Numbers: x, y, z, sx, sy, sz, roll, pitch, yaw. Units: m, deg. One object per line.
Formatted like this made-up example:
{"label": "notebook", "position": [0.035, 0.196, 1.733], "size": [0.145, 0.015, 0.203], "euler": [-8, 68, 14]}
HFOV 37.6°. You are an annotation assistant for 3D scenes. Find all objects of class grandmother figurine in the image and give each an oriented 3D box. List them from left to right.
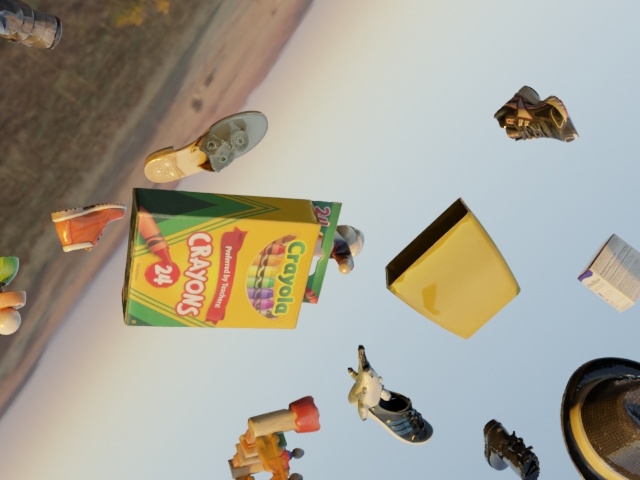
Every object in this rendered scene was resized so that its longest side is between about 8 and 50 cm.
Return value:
{"label": "grandmother figurine", "position": [0.000, 0.000, 2.072], "size": [0.104, 0.208, 0.342], "euler": [-45, 160, 20]}

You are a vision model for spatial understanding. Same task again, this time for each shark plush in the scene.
{"label": "shark plush", "position": [0.067, 0.248, 1.643], "size": [0.073, 0.067, 0.161], "euler": [-42, 143, -20]}

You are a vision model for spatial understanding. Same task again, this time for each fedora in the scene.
{"label": "fedora", "position": [0.627, 0.353, 1.782], "size": [0.334, 0.334, 0.152], "euler": [-60, -174, -29]}

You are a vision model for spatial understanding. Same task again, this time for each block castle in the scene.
{"label": "block castle", "position": [-0.064, 0.585, 2.268], "size": [0.453, 0.212, 0.303], "euler": [115, -40, -59]}

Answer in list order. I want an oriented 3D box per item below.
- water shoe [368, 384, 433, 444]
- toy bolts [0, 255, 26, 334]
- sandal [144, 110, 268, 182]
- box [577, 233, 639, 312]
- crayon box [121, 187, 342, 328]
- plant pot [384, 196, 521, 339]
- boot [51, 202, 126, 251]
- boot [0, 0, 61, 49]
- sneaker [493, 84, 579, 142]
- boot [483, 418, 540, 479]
{"label": "water shoe", "position": [0.174, 0.377, 2.024], "size": [0.080, 0.203, 0.073], "euler": [-35, -149, 49]}
{"label": "toy bolts", "position": [-0.758, 0.135, 1.973], "size": [0.228, 0.158, 0.218], "euler": [-17, 169, 14]}
{"label": "sandal", "position": [-0.196, -0.142, 1.648], "size": [0.240, 0.088, 0.079], "euler": [-21, -136, 9]}
{"label": "box", "position": [0.715, 0.079, 2.265], "size": [0.126, 0.137, 0.072], "euler": [-49, 174, -23]}
{"label": "crayon box", "position": [-0.128, 0.032, 1.414], "size": [0.081, 0.318, 0.202], "euler": [-113, -150, -54]}
{"label": "plant pot", "position": [0.267, 0.065, 1.827], "size": [0.212, 0.187, 0.212], "euler": [-44, -175, 9]}
{"label": "boot", "position": [-0.429, -0.026, 1.778], "size": [0.059, 0.085, 0.158], "euler": [-10, -175, 44]}
{"label": "boot", "position": [-0.535, -0.383, 1.587], "size": [0.338, 0.222, 0.118], "euler": [34, -74, 52]}
{"label": "sneaker", "position": [0.320, -0.173, 1.412], "size": [0.077, 0.072, 0.178], "euler": [-35, -159, 0]}
{"label": "boot", "position": [0.299, 0.341, 1.460], "size": [0.045, 0.121, 0.099], "euler": [-31, -139, -16]}
